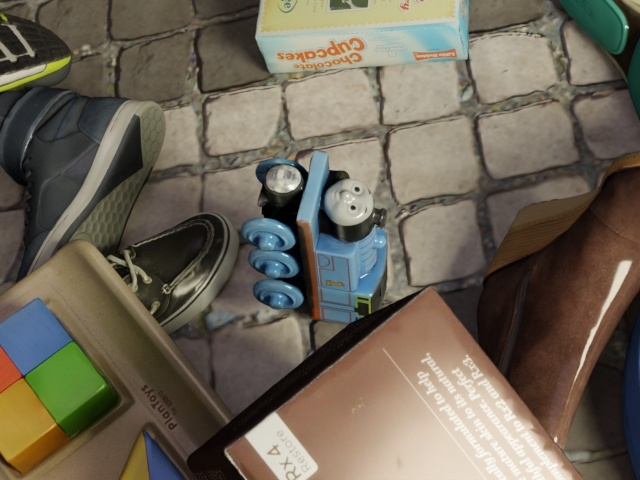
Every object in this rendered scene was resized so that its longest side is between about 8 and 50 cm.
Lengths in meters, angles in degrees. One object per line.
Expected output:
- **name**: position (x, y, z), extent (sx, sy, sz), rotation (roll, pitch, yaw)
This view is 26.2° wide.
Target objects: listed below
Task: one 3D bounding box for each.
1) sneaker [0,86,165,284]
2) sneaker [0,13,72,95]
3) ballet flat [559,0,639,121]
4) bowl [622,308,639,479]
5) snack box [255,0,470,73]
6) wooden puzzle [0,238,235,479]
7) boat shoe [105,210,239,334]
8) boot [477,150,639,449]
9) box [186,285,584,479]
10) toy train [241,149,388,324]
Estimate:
- **sneaker**: position (-0.253, -0.038, 1.210), extent (0.163, 0.086, 0.226), rotation (14, 64, 21)
- **sneaker**: position (-0.369, -0.114, 1.277), extent (0.300, 0.121, 0.111), rotation (-26, 54, -19)
- **ballet flat**: position (0.284, -0.164, 1.150), extent (0.086, 0.086, 0.248), rotation (-24, 56, 1)
- **bowl**: position (0.407, 0.101, 0.955), extent (0.391, 0.077, 0.391), rotation (-7, 58, 12)
- **snack box**: position (0.051, -0.308, 1.305), extent (0.187, 0.060, 0.321), rotation (-2, 59, 15)
- **wooden puzzle**: position (-0.227, 0.207, 1.020), extent (0.348, 0.080, 0.322), rotation (-39, 73, -8)
- **boat shoe**: position (-0.160, 0.048, 1.144), extent (0.219, 0.070, 0.078), rotation (-42, 59, -11)
- **boot**: position (0.199, 0.053, 0.979), extent (0.248, 0.090, 0.206), rotation (-21, 47, 57)
- **box**: position (0.034, 0.155, 0.910), extent (0.167, 0.203, 0.168), rotation (-37, 90, -17)
- **toy train**: position (0.000, 0.000, 1.067), extent (0.105, 0.184, 0.080), rotation (8, 61, 7)
